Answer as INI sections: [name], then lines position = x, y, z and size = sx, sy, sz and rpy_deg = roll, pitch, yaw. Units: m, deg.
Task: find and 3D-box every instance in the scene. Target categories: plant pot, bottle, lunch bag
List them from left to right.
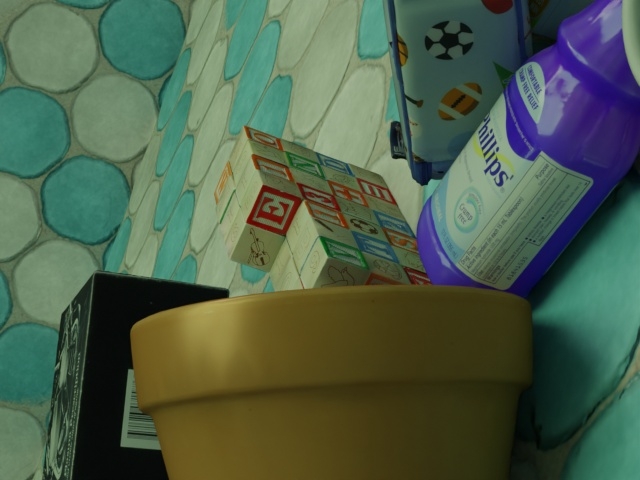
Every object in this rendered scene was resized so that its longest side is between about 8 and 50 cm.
[plant pot]
position = 0.015, 0.156, 0.781
size = 0.291, 0.291, 0.203
rpy_deg = 151, 117, -63
[lunch bag]
position = 0.106, -0.206, 0.910
size = 0.303, 0.115, 0.243
rpy_deg = 81, -175, -49
[bottle]
position = 0.173, -0.075, 0.794
size = 0.282, 0.092, 0.118
rpy_deg = -57, 24, 34

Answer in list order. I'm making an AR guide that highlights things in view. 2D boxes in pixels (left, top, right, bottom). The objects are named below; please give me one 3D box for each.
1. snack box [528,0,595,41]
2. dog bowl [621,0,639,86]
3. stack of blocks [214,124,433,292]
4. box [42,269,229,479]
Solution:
[snack box]
position = 0.222, -0.278, 0.887
size = 0.207, 0.070, 0.174
rpy_deg = -91, 26, -48
[dog bowl]
position = 0.282, -0.169, 0.568
size = 0.265, 0.104, 0.264
rpy_deg = -55, 24, 39
[stack of blocks]
position = 0.000, 0.000, 1.083
size = 0.087, 0.171, 0.297
rpy_deg = -64, 20, 19
[box]
position = -0.257, 0.244, 1.450
size = 0.312, 0.179, 0.343
rpy_deg = 144, 131, -66
